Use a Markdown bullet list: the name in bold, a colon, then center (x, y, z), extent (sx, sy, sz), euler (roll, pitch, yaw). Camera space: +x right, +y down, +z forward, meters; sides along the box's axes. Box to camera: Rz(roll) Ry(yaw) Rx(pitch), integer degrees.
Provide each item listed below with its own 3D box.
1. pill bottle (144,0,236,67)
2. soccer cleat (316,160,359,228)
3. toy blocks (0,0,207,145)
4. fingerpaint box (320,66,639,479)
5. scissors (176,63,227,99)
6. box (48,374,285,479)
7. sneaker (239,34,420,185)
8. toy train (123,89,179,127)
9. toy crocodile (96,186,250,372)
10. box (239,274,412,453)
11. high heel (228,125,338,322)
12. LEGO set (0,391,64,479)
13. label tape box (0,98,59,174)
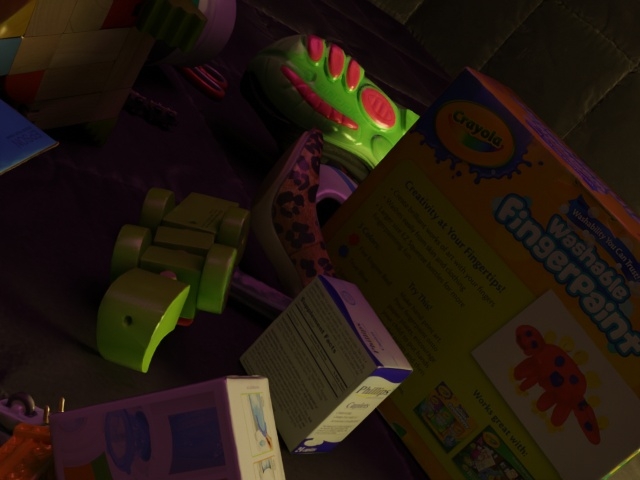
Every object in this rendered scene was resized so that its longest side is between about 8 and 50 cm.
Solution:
- **pill bottle**: center (-0.293, -0.363, 1.246), extent (0.204, 0.204, 0.361), euler (50, 23, 20)
- **soccer cleat**: center (0.085, 0.017, 1.336), extent (0.331, 0.116, 0.143), euler (35, 38, -12)
- **toy blocks**: center (-0.279, -0.244, 0.890), extent (0.191, 0.381, 0.261), euler (48, 37, 14)
- **fingerpaint box**: center (0.223, 0.082, 1.057), extent (0.445, 0.371, 0.163), euler (51, 23, 23)
- **scissors**: center (-0.274, -0.350, 1.510), extent (0.297, 0.021, 0.109), euler (42, 23, -5)
- **box**: center (-0.078, 0.193, 0.526), extent (0.103, 0.114, 0.203), euler (40, 37, -76)
- **sneaker**: center (0.059, -0.156, 1.461), extent (0.483, 0.185, 0.202), euler (45, -22, -29)
- **toy train**: center (-0.266, -0.197, 1.222), extent (0.158, 0.027, 0.036), euler (24, 16, -38)
- **toy crocodile**: center (-0.144, 0.023, 0.907), extent (0.115, 0.105, 0.340), euler (12, 19, -2)
- **box**: center (0.004, 0.128, 0.902), extent (0.072, 0.137, 0.126), euler (16, 33, -50)
- **high heel**: center (0.000, 0.000, 1.081), extent (0.186, 0.093, 0.261), euler (31, 65, -17)
- **LEGO set**: center (-0.232, 0.182, 0.490), extent (0.132, 0.107, 0.287), euler (13, 14, 26)
- **label tape box**: center (-0.415, -0.123, 0.696), extent (0.333, 0.106, 0.240), euler (40, 20, -6)
